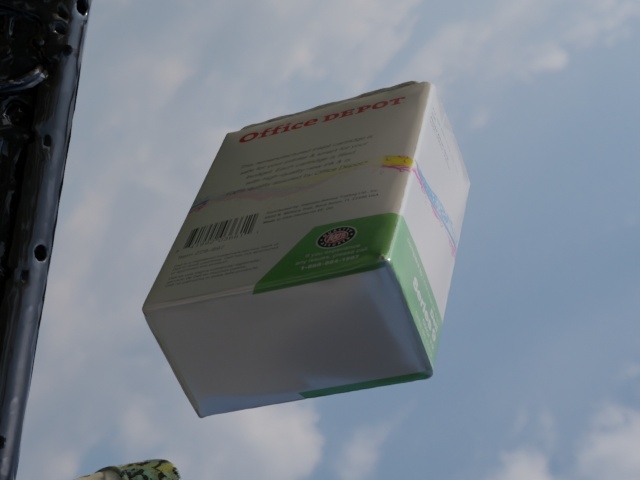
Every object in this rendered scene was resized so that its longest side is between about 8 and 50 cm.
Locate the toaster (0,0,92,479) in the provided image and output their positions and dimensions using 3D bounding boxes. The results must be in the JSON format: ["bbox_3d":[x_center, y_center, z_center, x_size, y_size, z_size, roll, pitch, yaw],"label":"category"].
[{"bbox_3d":[-0.159,0.001,0.378,0.110,0.168,0.186,-19,-118,63],"label":"toaster"}]

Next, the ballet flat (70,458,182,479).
[{"bbox_3d":[-0.188,0.210,1.045,0.188,0.070,0.070,-33,-151,21],"label":"ballet flat"}]

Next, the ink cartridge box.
[{"bbox_3d":[0.000,0.000,0.881,0.154,0.093,0.212,-13,-148,20],"label":"ink cartridge box"}]
